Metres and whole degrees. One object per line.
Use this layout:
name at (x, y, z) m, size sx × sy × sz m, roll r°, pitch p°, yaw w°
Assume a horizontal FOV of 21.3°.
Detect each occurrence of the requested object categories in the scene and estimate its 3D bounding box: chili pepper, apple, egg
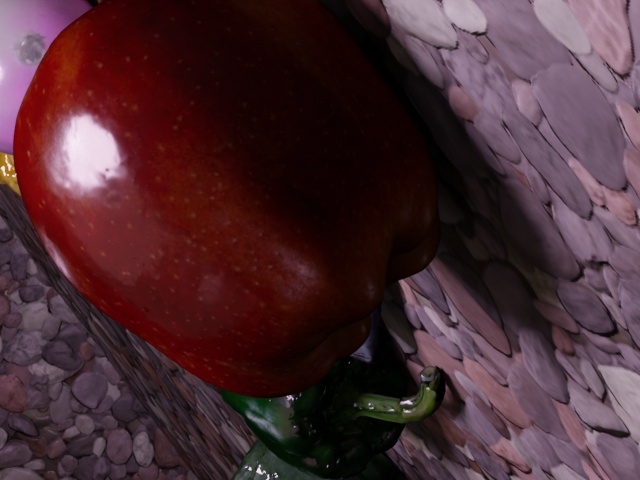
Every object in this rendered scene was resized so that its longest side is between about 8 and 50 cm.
chili pepper at (0.013, 0.152, 1.712) m, size 0.261 × 0.165 × 0.174 m, roll 16°, pitch 131°, yaw 52°
apple at (-0.070, -0.049, 1.263) m, size 0.317 × 0.288 × 0.288 m, roll 42°, pitch 164°, yaw 6°
egg at (-0.318, -0.189, 1.841) m, size 0.196 × 0.196 × 0.271 m, roll 56°, pitch 176°, yaw -16°

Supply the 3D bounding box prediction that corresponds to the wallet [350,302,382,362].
wallet at (0.008, 0.038, 1.592) m, size 0.111 × 0.030 × 0.166 m, roll 21°, pitch 139°, yaw 16°

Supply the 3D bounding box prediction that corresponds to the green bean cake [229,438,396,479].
green bean cake at (-0.029, 0.344, 2.134) m, size 0.169 × 0.300 × 0.308 m, roll 36°, pitch -156°, yaw 9°

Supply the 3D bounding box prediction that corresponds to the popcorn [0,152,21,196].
popcorn at (-0.374, -0.127, 2.267) m, size 0.180 × 0.180 × 0.170 m, roll 51°, pitch 127°, yaw 3°
